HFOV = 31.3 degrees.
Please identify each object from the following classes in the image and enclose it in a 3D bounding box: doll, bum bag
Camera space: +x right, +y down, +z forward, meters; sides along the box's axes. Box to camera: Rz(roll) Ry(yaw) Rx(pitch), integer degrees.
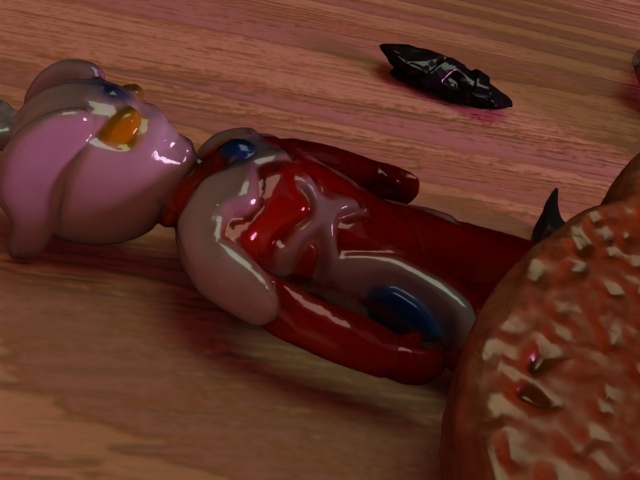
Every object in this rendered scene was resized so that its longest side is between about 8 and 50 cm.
[{"bbox_3d":[0.000,0.000,0.617,0.384,0.099,0.188,16,29,-12],"label":"doll"},{"bbox_3d":[0.107,-0.140,0.977,0.125,0.034,0.058,22,15,3],"label":"bum bag"}]

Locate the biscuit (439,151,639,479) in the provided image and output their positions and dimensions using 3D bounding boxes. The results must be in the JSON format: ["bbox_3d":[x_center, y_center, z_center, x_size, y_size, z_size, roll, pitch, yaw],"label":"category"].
[{"bbox_3d":[0.258,0.083,0.543,0.455,0.078,0.349,-21,60,-31],"label":"biscuit"}]

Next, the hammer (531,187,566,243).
[{"bbox_3d":[0.266,0.002,0.831,0.288,0.033,0.111,-4,37,-37],"label":"hammer"}]

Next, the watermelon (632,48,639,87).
[{"bbox_3d":[0.399,-0.213,1.142,0.226,0.148,0.318,-27,17,-3],"label":"watermelon"}]
